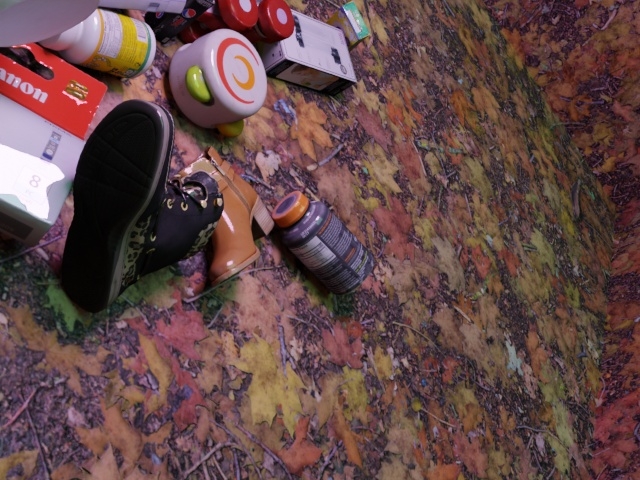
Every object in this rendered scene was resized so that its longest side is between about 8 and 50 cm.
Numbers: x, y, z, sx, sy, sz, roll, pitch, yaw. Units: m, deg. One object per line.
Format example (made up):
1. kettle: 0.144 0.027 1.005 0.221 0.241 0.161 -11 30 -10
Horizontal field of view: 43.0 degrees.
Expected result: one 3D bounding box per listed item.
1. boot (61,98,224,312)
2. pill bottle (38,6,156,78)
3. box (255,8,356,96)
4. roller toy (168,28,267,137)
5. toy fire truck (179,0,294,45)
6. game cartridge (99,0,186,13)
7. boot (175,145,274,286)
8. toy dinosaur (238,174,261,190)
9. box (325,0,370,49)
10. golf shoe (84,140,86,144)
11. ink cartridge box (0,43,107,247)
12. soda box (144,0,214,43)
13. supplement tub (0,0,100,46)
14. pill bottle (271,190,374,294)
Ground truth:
1. boot: -0.277 -0.076 1.377 0.138 0.377 0.284 29 26 18
2. pill bottle: -0.423 -0.381 1.526 0.208 0.117 0.118 5 66 -56
3. box: -0.043 -0.493 2.111 0.290 0.087 0.169 4 66 -51
4. roller toy: -0.222 -0.342 1.744 0.209 0.146 0.191 32 55 -45
5. toy fire truck: -0.199 -0.571 1.857 0.302 0.169 0.254 -1 81 -53
6. game cartridge: -0.447 -0.510 1.538 0.230 0.068 0.355 32 25 26
7. boot: -0.205 -0.054 1.619 0.220 0.109 0.283 53 35 -17
8. toy dinosaur: -0.175 -0.130 1.785 0.082 0.047 0.090 32 13 -25
9. box: 0.065 -0.581 2.255 0.043 0.179 0.105 -29 94 -19
10. golf shoe: -0.404 -0.142 1.459 0.186 0.067 0.086 12 59 -48
11. ink cartridge box: -0.517 -0.219 1.299 0.308 0.091 0.385 30 49 -23
12. soda box: -0.299 -0.488 1.714 0.053 0.169 0.060 18 56 -46
13. supplement tub: -0.487 -0.480 1.232 0.228 0.228 0.316 -25 93 -54
14. pill bottle: 0.000 0.000 1.829 0.246 0.130 0.130 47 39 -24
